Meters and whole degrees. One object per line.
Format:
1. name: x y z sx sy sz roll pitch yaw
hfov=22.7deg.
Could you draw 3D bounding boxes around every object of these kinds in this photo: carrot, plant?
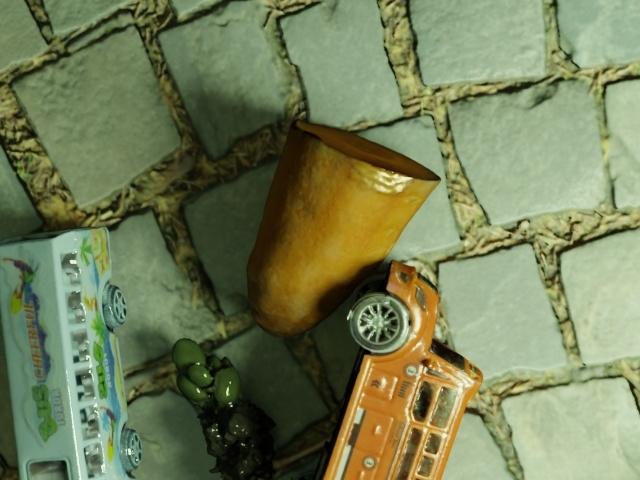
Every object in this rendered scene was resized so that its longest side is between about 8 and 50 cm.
1. carrot: 0.000 0.000 1.611 0.159 0.159 0.225 29 101 10
2. plant: -0.102 0.180 1.685 0.087 0.085 0.174 -27 81 -12

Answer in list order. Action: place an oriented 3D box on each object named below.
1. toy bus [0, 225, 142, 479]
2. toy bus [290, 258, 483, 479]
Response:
1. toy bus: -0.268 0.152 1.686 0.109 0.136 0.330 -7 90 15
2. toy bus: 0.067 0.190 1.615 0.153 0.143 0.329 18 96 1
